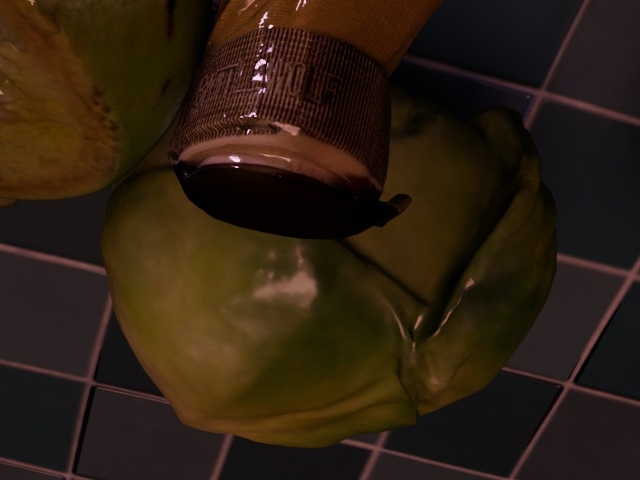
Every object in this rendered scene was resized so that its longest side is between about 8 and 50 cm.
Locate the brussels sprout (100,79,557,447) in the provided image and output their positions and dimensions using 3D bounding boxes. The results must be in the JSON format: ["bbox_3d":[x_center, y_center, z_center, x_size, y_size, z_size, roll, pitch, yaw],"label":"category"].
[{"bbox_3d":[0.001,0.002,0.720,0.259,0.227,0.294,31,134,-23],"label":"brussels sprout"}]

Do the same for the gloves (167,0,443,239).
[{"bbox_3d":[0.023,-0.163,0.575,0.141,0.331,0.154,18,163,10],"label":"gloves"}]

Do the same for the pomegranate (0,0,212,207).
[{"bbox_3d":[-0.208,-0.155,0.639,0.309,0.216,0.358,12,158,-1],"label":"pomegranate"}]
